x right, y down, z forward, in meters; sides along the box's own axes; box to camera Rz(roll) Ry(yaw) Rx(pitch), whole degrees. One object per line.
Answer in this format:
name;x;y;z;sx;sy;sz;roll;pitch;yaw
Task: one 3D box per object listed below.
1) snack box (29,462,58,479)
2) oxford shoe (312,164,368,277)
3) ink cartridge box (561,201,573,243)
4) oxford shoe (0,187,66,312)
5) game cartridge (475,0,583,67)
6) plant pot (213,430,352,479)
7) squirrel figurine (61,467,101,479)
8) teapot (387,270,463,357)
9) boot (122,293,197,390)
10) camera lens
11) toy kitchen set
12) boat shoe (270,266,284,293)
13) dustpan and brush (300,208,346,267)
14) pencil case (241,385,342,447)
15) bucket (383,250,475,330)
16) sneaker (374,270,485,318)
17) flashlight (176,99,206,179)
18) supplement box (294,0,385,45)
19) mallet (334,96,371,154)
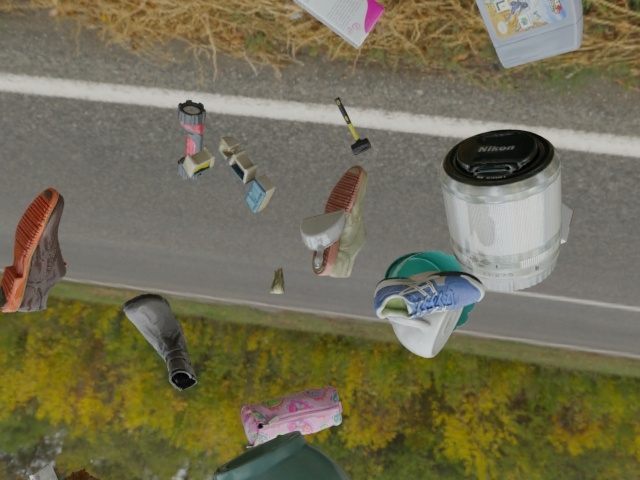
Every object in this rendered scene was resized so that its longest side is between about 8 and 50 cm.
snack box;-0.799;0.760;1.674;0.022;0.178;0.064;-20;-177;26
oxford shoe;0.095;-0.060;1.946;0.146;0.397;0.140;14;-169;-30
ink cartridge box;0.688;-0.035;1.764;0.072;0.127;0.175;34;151;-11
oxford shoe;-0.567;0.022;1.152;0.098;0.271;0.097;14;-164;-46
game cartridge;0.428;-0.518;1.181;0.198;0.062;0.297;2;132;51
plant pot;-0.077;0.469;1.012;0.293;0.196;0.293;-25;170;-5
squirrel figurine;-0.532;0.757;1.405;0.281;0.397;0.370;-33;157;-7
teapot;0.267;0.182;1.531;0.187;0.252;0.256;26;151;24
boot;-0.464;0.313;1.704;0.118;0.223;0.338;-28;147;-1
camera lens;0.361;-0.065;1.120;0.219;0.219;0.274;1;130;26
toy kitchen set;-0.265;-0.163;1.593;0.166;0.207;0.122;-33;169;-31
boat shoe;-0.152;0.140;1.966;0.048;0.056;0.153;-10;-153;-1
dustpan and brush;0.000;0.000;1.635;0.147;0.211;0.060;-13;119;19
pencil case;-0.080;0.494;1.591;0.284;0.124;0.124;-4;172;-25
bucket;0.332;0.165;1.804;0.281;0.281;0.183;11;174;-10
sneaker;0.198;0.111;1.046;0.211;0.081;0.080;-11;115;25
flashlight;-0.482;-0.361;2.072;0.103;0.103;0.304;34;135;15
supplement box;0.042;-0.602;1.435;0.220;0.111;0.114;36;-168;-6
mallet;0.087;-0.358;1.784;0.062;0.189;0.039;-33;-170;17
